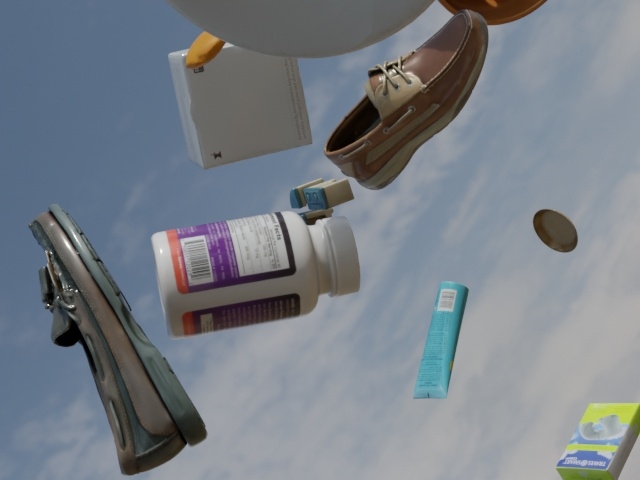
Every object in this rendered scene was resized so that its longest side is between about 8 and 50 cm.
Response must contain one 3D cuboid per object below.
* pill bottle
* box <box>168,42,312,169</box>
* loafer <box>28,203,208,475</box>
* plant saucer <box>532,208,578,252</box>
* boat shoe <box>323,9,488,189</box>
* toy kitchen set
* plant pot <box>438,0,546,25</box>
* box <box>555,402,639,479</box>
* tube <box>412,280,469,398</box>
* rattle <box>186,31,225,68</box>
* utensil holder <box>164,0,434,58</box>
[{"bbox_3d":[-0.063,0.030,1.149,0.193,0.108,0.108,-9,-44,-10],"label":"pill bottle"},{"bbox_3d":[-0.126,-0.221,1.817,0.182,0.119,0.181,-14,-76,-15],"label":"box"},{"bbox_3d":[-0.201,0.084,1.030,0.084,0.267,0.096,-33,-22,-11],"label":"loafer"},{"bbox_3d":[0.376,-0.019,1.847,0.015,0.083,0.083,-41,-32,-31],"label":"plant saucer"},{"bbox_3d":[0.122,-0.209,1.714,0.116,0.123,0.324,23,-59,-27],"label":"boat shoe"},{"bbox_3d":[0.000,0.000,2.157,0.122,0.166,0.207,-22,-80,-21],"label":"toy kitchen set"},{"bbox_3d":[0.292,-0.563,2.136,0.291,0.203,0.291,-8,-61,-14],"label":"plant pot"},{"bbox_3d":[0.484,0.358,2.019,0.042,0.109,0.178,55,-128,-22],"label":"box"},{"bbox_3d":[0.209,0.173,2.000,0.052,0.080,0.207,27,-113,-27],"label":"tube"},{"bbox_3d":[-0.053,-0.240,1.442,0.199,0.130,0.143,30,-107,-56],"label":"rattle"},{"bbox_3d":[0.014,-0.376,1.025,0.385,0.327,0.328,-66,-13,-51],"label":"utensil holder"}]
